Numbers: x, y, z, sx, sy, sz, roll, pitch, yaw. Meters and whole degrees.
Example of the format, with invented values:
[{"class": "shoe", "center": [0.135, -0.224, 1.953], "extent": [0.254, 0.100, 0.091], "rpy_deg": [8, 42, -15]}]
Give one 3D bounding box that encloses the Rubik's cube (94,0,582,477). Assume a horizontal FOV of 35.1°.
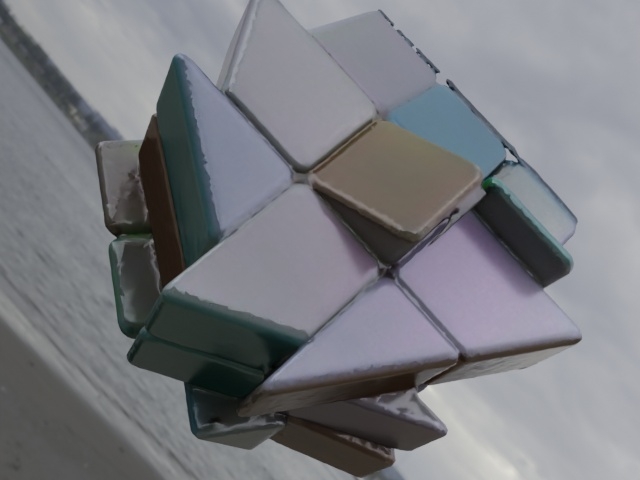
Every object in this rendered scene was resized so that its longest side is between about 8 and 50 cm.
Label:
[{"class": "Rubik's cube", "center": [0.000, 0.000, 0.853], "extent": [0.387, 0.368, 0.358], "rpy_deg": [47, -29, 4]}]
